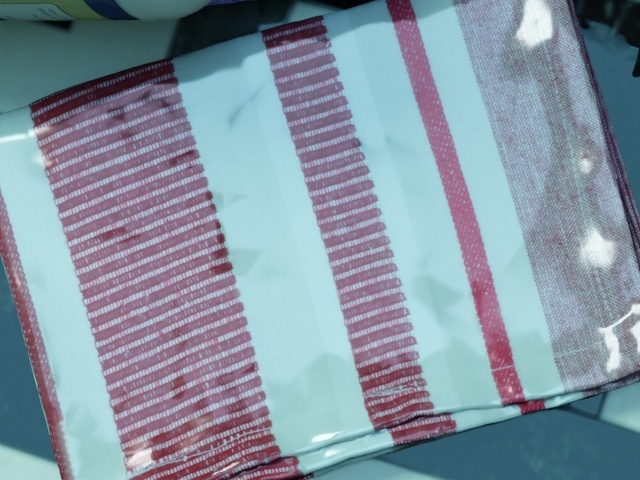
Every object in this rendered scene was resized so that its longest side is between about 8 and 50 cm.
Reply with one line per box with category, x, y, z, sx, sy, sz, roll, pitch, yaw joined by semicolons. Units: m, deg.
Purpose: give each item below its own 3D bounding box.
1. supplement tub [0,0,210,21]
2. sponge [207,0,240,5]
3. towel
supplement tub;-0.205;-0.219;0.877;0.316;0.228;0.228;1;82;12
sponge;0.035;-0.193;0.967;0.210;0.031;0.117;-6;72;5
towel;0.000;0.000;0.953;0.329;0.037;0.237;-16;81;-1
